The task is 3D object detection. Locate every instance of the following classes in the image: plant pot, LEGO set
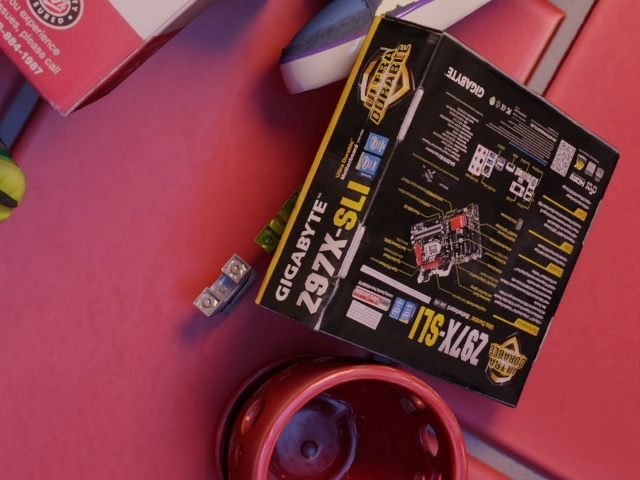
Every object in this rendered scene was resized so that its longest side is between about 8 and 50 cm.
[{"bbox_3d":[0.009,0.186,1.477,0.191,0.174,0.191,-2,97,-18],"label":"plant pot"},{"bbox_3d":[0.000,0.000,1.508,0.087,0.093,0.227,40,87,13],"label":"LEGO set"}]

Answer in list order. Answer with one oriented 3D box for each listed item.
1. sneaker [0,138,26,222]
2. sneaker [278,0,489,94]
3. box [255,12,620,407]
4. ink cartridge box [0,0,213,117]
[{"bbox_3d":[-0.364,-0.098,1.330,0.109,0.123,0.295,-43,133,18],"label":"sneaker"},{"bbox_3d":[0.059,-0.294,1.472,0.322,0.130,0.236,-31,98,-10],"label":"sneaker"},{"bbox_3d":[0.112,-0.015,1.462,0.322,0.079,0.257,24,90,-51],"label":"box"},{"bbox_3d":[-0.116,-0.319,1.211,0.384,0.160,0.279,-39,93,11],"label":"ink cartridge box"}]
